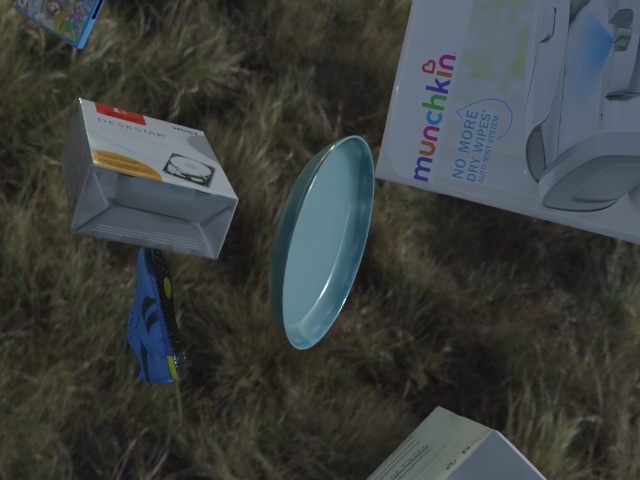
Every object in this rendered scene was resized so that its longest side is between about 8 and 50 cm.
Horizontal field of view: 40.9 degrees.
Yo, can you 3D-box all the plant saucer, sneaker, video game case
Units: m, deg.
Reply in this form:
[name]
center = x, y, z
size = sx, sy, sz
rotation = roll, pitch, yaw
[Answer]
[plant saucer]
center = 0.000, 0.000, 1.244
size = 0.043, 0.317, 0.317
rotation = 15, 43, 19
[sneaker]
center = -0.247, 0.108, 1.215
size = 0.082, 0.209, 0.069
rotation = -4, 17, 8
[video game case]
center = -0.325, -0.352, 1.122
size = 0.119, 0.166, 0.015
rotation = 34, 16, 16

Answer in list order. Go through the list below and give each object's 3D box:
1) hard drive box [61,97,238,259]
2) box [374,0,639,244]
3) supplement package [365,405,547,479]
[hard drive box]
center = -0.224, -0.081, 1.086
size = 0.181, 0.089, 0.232
rotation = 12, 22, -26
[box]
center = 0.184, -0.147, 0.590
size = 0.231, 0.262, 0.127
rotation = 16, 15, 16
[supplement package]
center = 0.110, 0.229, 0.663
size = 0.134, 0.244, 0.139
rotation = -44, 85, -6
